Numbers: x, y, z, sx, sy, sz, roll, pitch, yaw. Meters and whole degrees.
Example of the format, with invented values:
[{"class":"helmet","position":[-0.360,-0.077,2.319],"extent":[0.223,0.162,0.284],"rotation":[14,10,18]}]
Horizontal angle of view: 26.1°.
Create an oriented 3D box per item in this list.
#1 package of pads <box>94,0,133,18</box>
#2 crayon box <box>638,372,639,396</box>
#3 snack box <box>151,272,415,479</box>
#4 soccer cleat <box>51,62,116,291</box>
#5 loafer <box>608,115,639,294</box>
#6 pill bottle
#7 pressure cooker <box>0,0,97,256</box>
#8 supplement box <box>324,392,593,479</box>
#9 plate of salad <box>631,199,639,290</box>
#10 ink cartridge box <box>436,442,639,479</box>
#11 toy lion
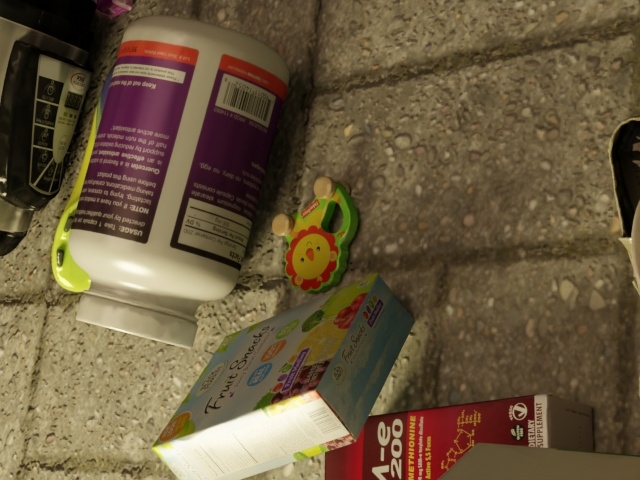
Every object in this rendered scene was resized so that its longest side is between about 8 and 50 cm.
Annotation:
[{"class":"package of pads","position":[-0.258,-0.324,1.731],"extent":[0.050,0.032,0.083],"rotation":[-14,67,42]},{"class":"crayon box","position":[0.314,-0.043,0.885],"extent":[0.202,0.081,0.318],"rotation":[-7,61,33]},{"class":"snack box","position":[-0.034,0.133,1.278],"extent":[0.207,0.070,0.174],"rotation":[-26,20,35]},{"class":"soccer cleat","position":[-0.239,-0.079,1.611],"extent":[0.121,0.093,0.289],"rotation":[-143,71,-75]},{"class":"loafer","position":[0.283,0.011,1.069],"extent":[0.102,0.092,0.268],"rotation":[-37,54,28]},{"class":"pill bottle","position":[-0.153,-0.058,1.438],"extent":[0.181,0.181,0.323],"rotation":[9,82,44]},{"class":"pressure cooker","position":[-0.471,-0.224,1.652],"extent":[0.370,0.375,0.420],"rotation":[22,93,51]},{"class":"supplement box","position":[0.113,0.209,1.175],"extent":[0.239,0.073,0.130],"rotation":[-14,67,40]},{"class":"plate of salad","position":[0.326,0.006,0.993],"extent":[0.200,0.048,0.199],"rotation":[0,70,1]},{"class":"ink cartridge box","position":[0.177,0.266,1.008],"extent":[0.154,0.093,0.212],"rotation":[-1,109,36]},{"class":"toy lion","position":[0.000,0.000,1.384],"extent":[0.100,0.034,0.096],"rotation":[-41,59,25]}]
